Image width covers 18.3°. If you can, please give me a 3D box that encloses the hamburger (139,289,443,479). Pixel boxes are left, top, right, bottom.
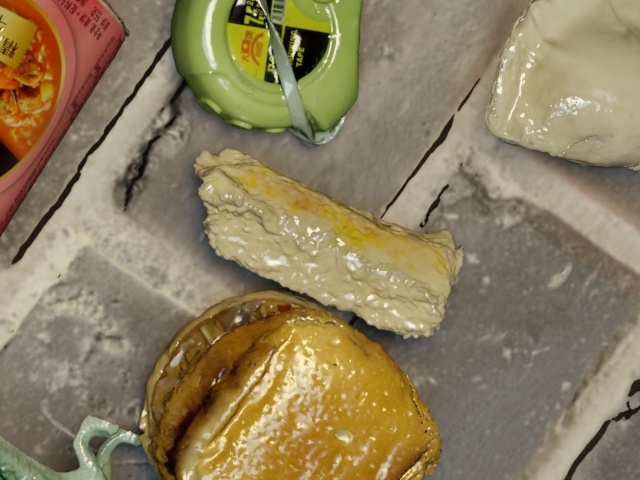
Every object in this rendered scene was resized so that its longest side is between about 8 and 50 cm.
[{"bbox_3d":[-0.030,0.166,1.715,0.244,0.163,0.244,-1,95,-14],"label":"hamburger"}]

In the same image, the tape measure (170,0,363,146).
[{"bbox_3d":[-0.042,-0.181,1.712,0.175,0.106,0.200,0,97,-18],"label":"tape measure"}]

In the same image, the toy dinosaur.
[{"bbox_3d":[-0.213,0.182,1.706,0.383,0.076,0.129,52,58,-26],"label":"toy dinosaur"}]

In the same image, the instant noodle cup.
[{"bbox_3d":[-0.301,-0.127,1.648,0.244,0.244,0.255,38,82,-6],"label":"instant noodle cup"}]

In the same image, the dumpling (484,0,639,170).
[{"bbox_3d":[0.242,-0.149,1.723,0.247,0.142,0.173,-1,96,-34],"label":"dumpling"}]

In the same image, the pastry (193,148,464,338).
[{"bbox_3d":[0.002,0.003,1.720,0.258,0.121,0.089,20,108,-7],"label":"pastry"}]
